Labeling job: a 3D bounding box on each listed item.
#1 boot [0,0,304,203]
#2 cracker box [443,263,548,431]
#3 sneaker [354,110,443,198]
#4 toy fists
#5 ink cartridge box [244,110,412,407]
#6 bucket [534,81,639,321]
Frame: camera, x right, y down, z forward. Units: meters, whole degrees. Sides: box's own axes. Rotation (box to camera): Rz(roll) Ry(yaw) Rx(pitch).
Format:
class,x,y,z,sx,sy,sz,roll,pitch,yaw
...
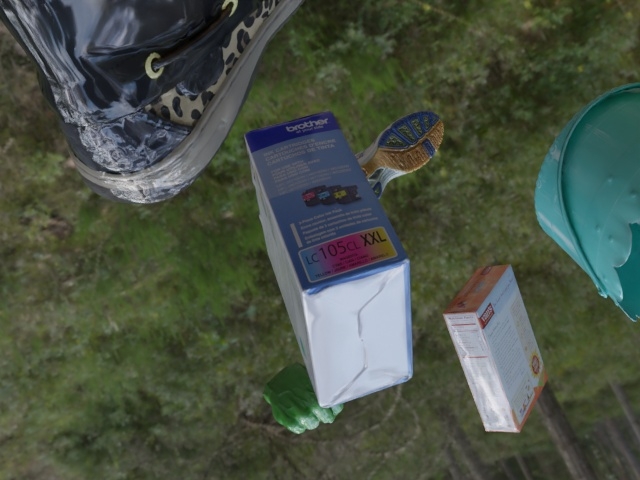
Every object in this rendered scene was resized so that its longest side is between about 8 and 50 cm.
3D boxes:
class,x,y,z,sx,sy,sz,roll,pitch,yaw
boot,-0.104,-0.245,0.517,0.138,0.377,0.284,15,158,19
cracker box,0.294,0.177,1.352,0.067,0.232,0.155,-7,-158,38
sneaker,0.116,-0.167,1.668,0.296,0.112,0.131,-39,-159,-11
toy fists,0.025,0.283,1.649,0.279,0.096,0.142,-33,-150,-20
ink cartridge box,0.000,0.000,1.211,0.151,0.395,0.270,-16,137,-9
bucket,0.419,-0.055,1.020,0.281,0.183,0.281,-16,128,-22
